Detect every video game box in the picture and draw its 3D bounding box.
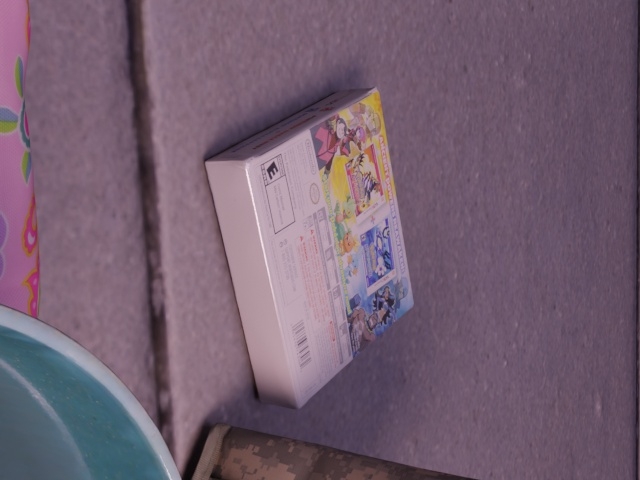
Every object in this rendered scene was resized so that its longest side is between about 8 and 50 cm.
[{"bbox_3d":[0.000,0.000,0.831,0.187,0.048,0.205,-33,120,-46],"label":"video game box"}]

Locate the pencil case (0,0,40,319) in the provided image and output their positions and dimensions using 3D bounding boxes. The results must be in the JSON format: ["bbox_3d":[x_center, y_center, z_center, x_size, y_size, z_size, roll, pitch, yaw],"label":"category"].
[{"bbox_3d":[-0.197,-0.044,0.496,0.124,0.124,0.284,-14,105,-53],"label":"pencil case"}]

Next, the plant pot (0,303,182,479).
[{"bbox_3d":[-0.225,0.137,0.347,0.272,0.255,0.271,-9,102,-52],"label":"plant pot"}]

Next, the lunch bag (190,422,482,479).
[{"bbox_3d":[-0.004,0.294,0.691,0.169,0.235,0.287,54,51,-49],"label":"lunch bag"}]
